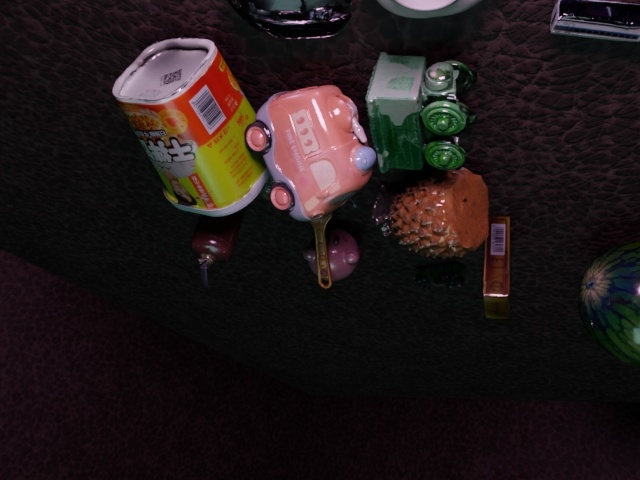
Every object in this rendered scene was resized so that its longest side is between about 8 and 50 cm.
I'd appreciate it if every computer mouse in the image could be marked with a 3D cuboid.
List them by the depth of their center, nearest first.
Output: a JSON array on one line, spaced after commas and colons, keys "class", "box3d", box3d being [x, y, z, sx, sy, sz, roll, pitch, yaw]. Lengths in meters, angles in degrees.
[{"class": "computer mouse", "box3d": [-0.062, -0.420, 0.991, 0.241, 0.078, 0.147, 9, 154, 8]}]

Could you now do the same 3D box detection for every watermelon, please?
[{"class": "watermelon", "box3d": [0.841, 0.161, 1.415, 0.362, 0.364, 0.363, 10, 153, 5]}]

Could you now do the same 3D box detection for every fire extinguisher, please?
[{"class": "fire extinguisher", "box3d": [-0.270, -0.046, 1.504, 0.114, 0.338, 0.135, 9, 152, 8]}]

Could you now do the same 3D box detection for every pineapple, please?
[{"class": "pineapple", "box3d": [0.242, -0.064, 1.416, 0.222, 0.223, 0.357, 32, 161, -33]}]

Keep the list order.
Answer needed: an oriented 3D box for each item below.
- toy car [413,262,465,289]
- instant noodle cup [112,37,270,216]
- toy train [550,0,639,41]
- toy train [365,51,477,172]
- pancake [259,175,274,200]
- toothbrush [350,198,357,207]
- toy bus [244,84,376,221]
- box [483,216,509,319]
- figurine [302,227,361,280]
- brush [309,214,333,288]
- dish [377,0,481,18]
[{"class": "toy car", "box3d": [0.389, 0.117, 1.821, 0.165, 0.063, 0.071, -10, 144, 38]}, {"class": "instant noodle cup", "box3d": [-0.270, -0.254, 1.215, 0.293, 0.294, 0.308, 2, 143, 21]}, {"class": "toy train", "box3d": [0.507, -0.347, 0.897, 0.251, 0.055, 0.048, 10, 153, 7]}, {"class": "toy train", "box3d": [0.208, -0.249, 1.122, 0.201, 0.145, 0.266, 7, 152, 18]}, {"class": "pancake", "box3d": [-0.085, -0.176, 1.478, 0.253, 0.037, 0.254, 5, 146, 3]}, {"class": "toothbrush", "box3d": [0.083, -0.120, 1.569, 0.008, 0.006, 0.097, 2, 151, 28]}, {"class": "toy bus", "box3d": [-0.001, -0.197, 1.193, 0.232, 0.194, 0.288, -18, 98, 34]}, {"class": "box", "box3d": [0.480, 0.075, 1.506, 0.071, 0.240, 0.159, 1, 151, 17]}, {"class": "figurine", "box3d": [0.038, 0.044, 1.724, 0.173, 0.173, 0.173, 10, 153, 5]}, {"class": "brush", "box3d": [0.000, 0.000, 1.617, 0.090, 0.017, 0.315, 2, 113, 21]}, {"class": "dish", "box3d": [0.161, -0.432, 0.823, 0.255, 0.117, 0.256, 10, 152, 5]}]
